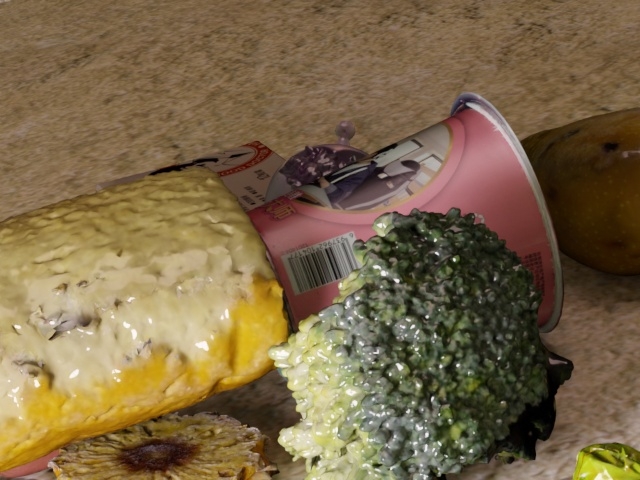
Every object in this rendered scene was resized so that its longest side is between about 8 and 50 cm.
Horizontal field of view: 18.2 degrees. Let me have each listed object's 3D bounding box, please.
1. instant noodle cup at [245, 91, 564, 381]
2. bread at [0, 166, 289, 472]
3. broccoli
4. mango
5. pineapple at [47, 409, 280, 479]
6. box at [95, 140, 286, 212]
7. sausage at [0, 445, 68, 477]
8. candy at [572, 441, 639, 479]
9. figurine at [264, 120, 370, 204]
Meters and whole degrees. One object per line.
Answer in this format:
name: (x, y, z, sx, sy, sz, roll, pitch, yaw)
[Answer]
instant noodle cup: (0.061, 0.014, 1.823, 0.255, 0.244, 0.244, -20, 20, -13)
bread: (-0.228, 0.080, 1.705, 0.375, 0.165, 0.236, -17, 33, -10)
broccoli: (0.071, 0.120, 1.637, 0.247, 0.263, 0.243, 16, -23, -29)
mango: (0.296, -0.051, 2.007, 0.176, 0.175, 0.329, 28, -3, -9)
pineapple: (-0.136, 0.196, 1.681, 0.221, 0.047, 0.221, -8, 20, 3)
box: (-0.114, -0.025, 2.284, 0.214, 0.069, 0.353, -16, 18, -15)
sausage: (-0.229, 0.167, 1.789, 0.154, 0.062, 0.062, -18, 20, -23)
candy: (0.250, 0.220, 1.394, 0.077, 0.073, 0.262, 11, 18, -22)
figurine: (-0.011, 0.001, 2.014, 0.194, 0.133, 0.274, 21, 40, 27)
